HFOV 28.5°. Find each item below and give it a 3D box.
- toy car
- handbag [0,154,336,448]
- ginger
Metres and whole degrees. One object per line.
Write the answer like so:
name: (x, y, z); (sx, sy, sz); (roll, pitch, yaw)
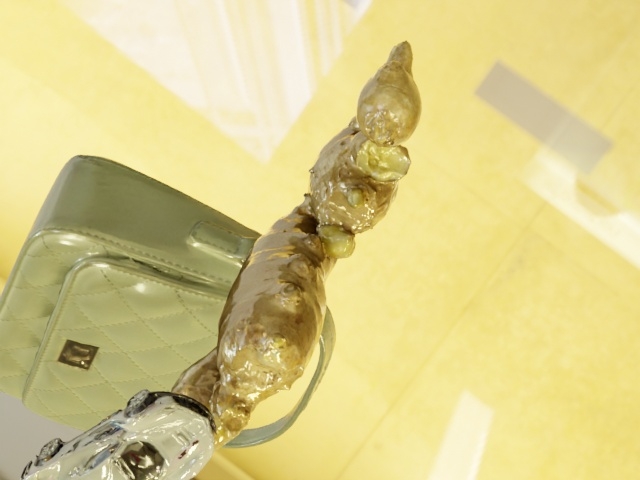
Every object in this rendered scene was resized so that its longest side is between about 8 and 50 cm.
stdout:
toy car: (-0.085, 0.094, 0.534); (0.041, 0.093, 0.025); (50, -155, -23)
handbag: (-0.102, 0.066, 0.829); (0.219, 0.256, 0.079); (24, -127, -9)
ginger: (0.000, 0.000, 0.606); (0.052, 0.193, 0.176); (34, -155, -1)
